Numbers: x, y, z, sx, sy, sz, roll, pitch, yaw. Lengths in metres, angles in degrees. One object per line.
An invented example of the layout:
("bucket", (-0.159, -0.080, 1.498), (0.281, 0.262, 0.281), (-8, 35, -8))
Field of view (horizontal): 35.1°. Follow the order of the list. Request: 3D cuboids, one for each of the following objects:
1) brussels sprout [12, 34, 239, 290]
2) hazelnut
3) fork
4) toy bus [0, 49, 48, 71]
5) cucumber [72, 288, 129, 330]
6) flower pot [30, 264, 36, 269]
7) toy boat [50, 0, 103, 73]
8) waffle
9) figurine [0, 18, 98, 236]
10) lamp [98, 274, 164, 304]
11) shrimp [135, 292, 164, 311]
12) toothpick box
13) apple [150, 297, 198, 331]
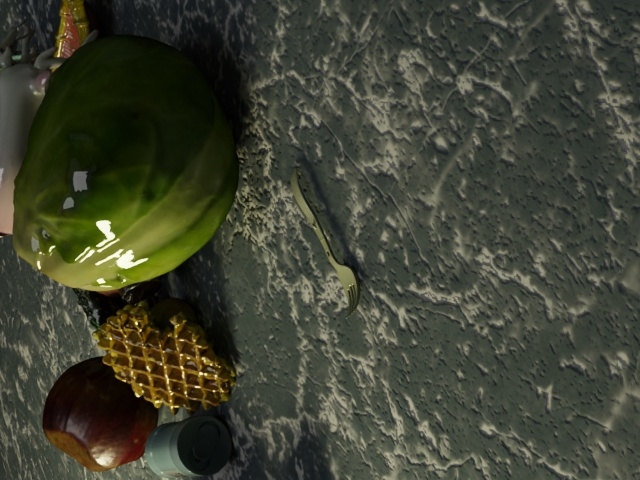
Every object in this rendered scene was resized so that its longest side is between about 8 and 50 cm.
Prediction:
("brussels sprout", (-0.280, -0.102, 1.436), (0.315, 0.276, 0.371), (28, 98, 33))
("hazelnut", (-0.406, 0.329, 1.923), (0.234, 0.218, 0.218), (12, 114, 33))
("fork", (0.006, -0.002, 1.319), (0.219, 0.028, 0.034), (66, 154, 21))
("toy bus", (-0.638, -0.250, 1.906), (0.152, 0.312, 0.190), (-11, 93, 57))
("cucumber", (-0.424, 0.036, 1.798), (0.359, 0.096, 0.096), (56, 143, 35))
("flower pot", (-0.538, -0.027, 2.038), (0.229, 0.103, 0.108), (-37, 72, 54))
("toy boat", (-0.442, -0.322, 1.789), (0.141, 0.099, 0.318), (53, 139, 24))
("waffle", (-0.253, 0.195, 1.653), (0.229, 0.051, 0.231), (-29, 111, 38))
("figurine", (-0.453, -0.196, 1.591), (0.206, 0.284, 0.315), (22, 107, 9))
("lamp", (-0.334, -0.012, 1.689), (0.258, 0.180, 0.180), (62, 145, 20))
("shrimp", (-0.295, 0.148, 1.783), (0.073, 0.075, 0.190), (-101, 3, -67))
("toothpick box", (-0.227, 0.355, 1.730), (0.153, 0.101, 0.101), (-24, 82, 58))
("apple", (-0.245, 0.141, 1.698), (0.089, 0.074, 0.089), (35, 148, 27))
